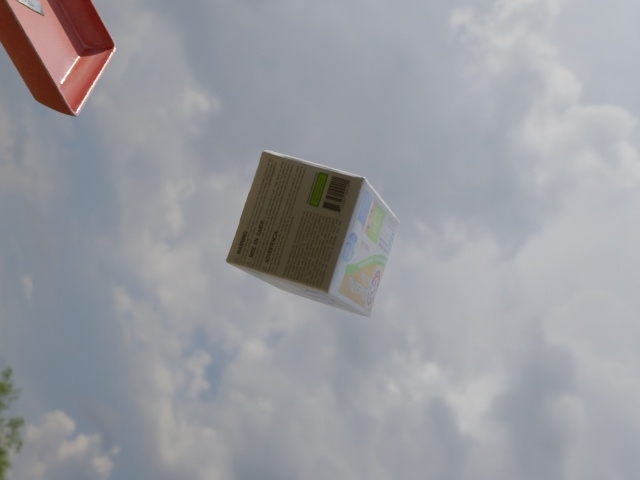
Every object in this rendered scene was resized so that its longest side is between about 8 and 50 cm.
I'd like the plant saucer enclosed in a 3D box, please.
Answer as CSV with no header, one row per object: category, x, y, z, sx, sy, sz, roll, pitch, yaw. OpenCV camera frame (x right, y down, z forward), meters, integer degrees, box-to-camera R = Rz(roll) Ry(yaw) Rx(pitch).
plant saucer,-0.348,-0.295,1.304,0.258,0.048,0.259,-87,153,-62

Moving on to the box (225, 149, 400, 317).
box,0.000,0.000,1.068,0.203,0.103,0.114,36,72,-73

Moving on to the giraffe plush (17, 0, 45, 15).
giraffe plush,-0.204,-0.247,0.655,0.170,0.210,0.181,-50,-119,14
